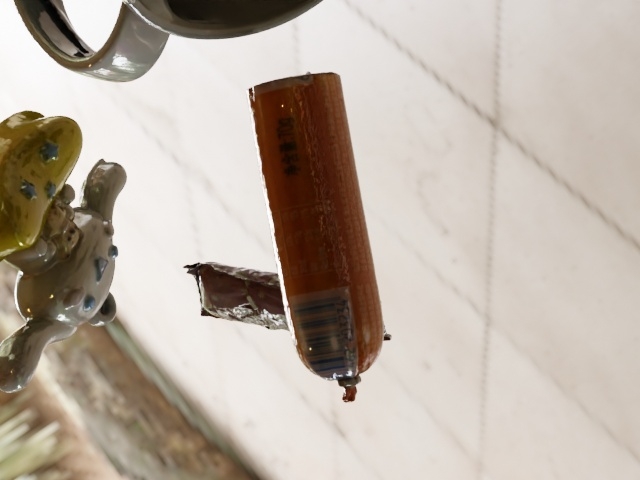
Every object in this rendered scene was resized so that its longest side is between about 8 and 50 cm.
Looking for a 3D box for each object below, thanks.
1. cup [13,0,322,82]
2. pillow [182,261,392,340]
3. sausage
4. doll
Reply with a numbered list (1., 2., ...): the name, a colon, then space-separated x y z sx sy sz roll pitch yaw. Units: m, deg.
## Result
1. cup: -0.114 -0.250 1.127 0.257 0.219 0.289 45 114 40
2. pillow: -0.029 0.053 1.478 0.185 0.043 0.118 7 158 13
3. sausage: 0.000 0.000 1.197 0.071 0.071 0.234 164 97 -69
4. doll: -0.136 0.007 0.795 0.072 0.135 0.113 -6 159 30
